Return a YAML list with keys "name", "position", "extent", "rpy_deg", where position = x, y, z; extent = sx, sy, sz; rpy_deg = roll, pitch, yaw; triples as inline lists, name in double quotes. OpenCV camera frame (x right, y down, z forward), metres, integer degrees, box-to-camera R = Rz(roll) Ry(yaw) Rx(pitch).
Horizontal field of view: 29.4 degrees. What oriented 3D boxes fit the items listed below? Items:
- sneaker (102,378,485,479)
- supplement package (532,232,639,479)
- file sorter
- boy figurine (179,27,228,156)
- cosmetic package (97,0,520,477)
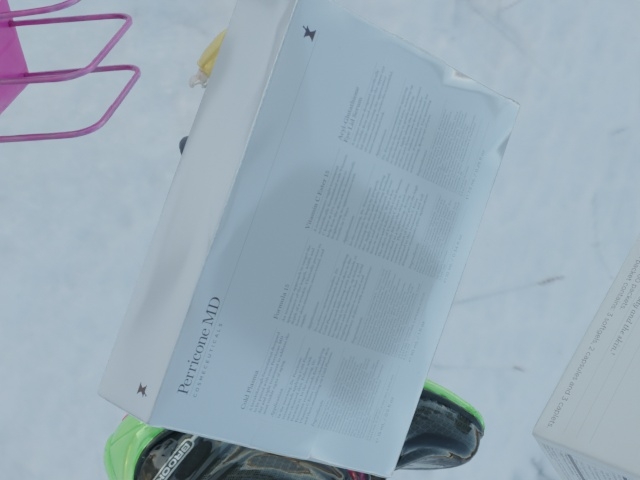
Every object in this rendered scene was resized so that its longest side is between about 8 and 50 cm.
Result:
- name: "sneaker"
  position: [-0.015, 0.276, 1.433]
  extent: [0.483, 0.185, 0.202]
  rpy_deg: [-4, 61, -28]
- name: "supplement package"
  position: [0.345, 0.151, 0.939]
  extent: [0.199, 0.263, 0.198]
  rpy_deg: [-57, 140, -18]
- name: "file sorter"
  position: [-0.322, -0.269, 1.311]
  extent: [0.182, 0.202, 0.290]
  rpy_deg: [-3, 120, 13]
- name: "boy figurine"
  position: [-0.067, -0.203, 1.517]
  extent: [0.177, 0.092, 0.285]
  rpy_deg: [14, 124, -30]
- name: "cosmetic package"
  position: [0.000, 0.000, 1.083]
  extent: [0.284, 0.097, 0.377]
  rpy_deg: [22, 87, -42]
